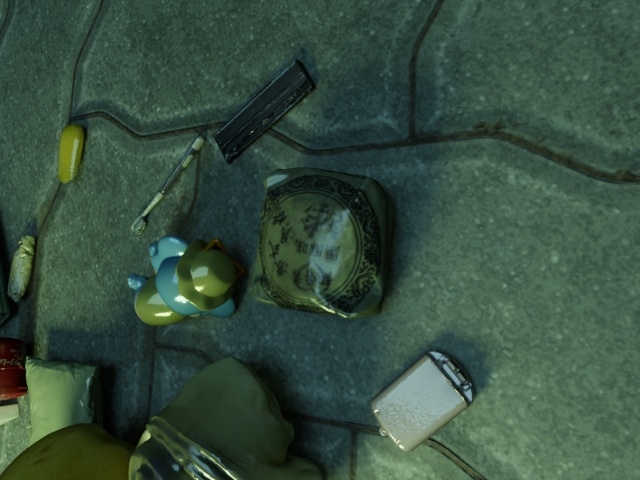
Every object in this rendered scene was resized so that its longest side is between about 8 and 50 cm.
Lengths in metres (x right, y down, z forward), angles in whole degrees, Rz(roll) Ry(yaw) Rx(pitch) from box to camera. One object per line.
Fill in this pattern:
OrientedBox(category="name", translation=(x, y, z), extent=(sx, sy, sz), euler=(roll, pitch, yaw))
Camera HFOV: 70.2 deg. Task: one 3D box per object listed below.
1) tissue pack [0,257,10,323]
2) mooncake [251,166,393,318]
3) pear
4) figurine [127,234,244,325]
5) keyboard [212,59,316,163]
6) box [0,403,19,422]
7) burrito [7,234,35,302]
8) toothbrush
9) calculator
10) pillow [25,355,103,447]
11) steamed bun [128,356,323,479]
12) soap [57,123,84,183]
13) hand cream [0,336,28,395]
OrientedBox(category="tissue pack", translation=(-1.054, 0.100, 1.310), extent=(0.287, 0.162, 0.388), euler=(-33, 69, 24))
OrientedBox(category="mooncake", translation=(-0.002, 0.000, 0.777), extent=(0.254, 0.136, 0.250), euler=(7, 90, 29))
OrientedBox(category="pear", translation=(-0.468, 0.515, 0.855), extent=(0.314, 0.314, 0.314), euler=(-4, 81, 28))
OrientedBox(category="figurine", translation=(-0.284, 0.079, 0.909), extent=(0.262, 0.154, 0.180), euler=(-7, 91, 23))
OrientedBox(category="keyboard", translation=(-0.123, -0.266, 0.944), extent=(0.250, 0.017, 0.087), euler=(-36, 69, 20))
OrientedBox(category="box", translation=(-0.891, 0.480, 1.214), extent=(0.154, 0.084, 0.040), euler=(-25, 73, 22))
OrientedBox(category="burrito", translation=(-0.828, 0.077, 1.257), extent=(0.058, 0.045, 0.188), euler=(5, 87, 36))
OrientedBox(category="toothbrush", translation=(-0.352, -0.124, 1.043), extent=(0.288, 0.024, 0.026), euler=(-49, 65, 14))
OrientedBox(category="calculator", translation=(0.156, 0.253, 0.715), extent=(0.175, 0.032, 0.100), euler=(-46, 65, 16))
OrientedBox(category="pillow", translation=(-0.605, 0.421, 1.077), extent=(0.274, 0.076, 0.280), euler=(-3, 88, 30))
OrientedBox(category="steamed bun", translation=(-0.182, 0.405, 0.755), extent=(0.339, 0.247, 0.352), euler=(42, 99, 25))
OrientedBox(category="soap", translation=(-0.675, -0.233, 1.224), extent=(0.089, 0.033, 0.168), euler=(4, 85, 31))
OrientedBox(category="hand cream", translation=(-0.868, 0.337, 1.144), extent=(0.230, 0.230, 0.149), euler=(-22, 73, 24))
